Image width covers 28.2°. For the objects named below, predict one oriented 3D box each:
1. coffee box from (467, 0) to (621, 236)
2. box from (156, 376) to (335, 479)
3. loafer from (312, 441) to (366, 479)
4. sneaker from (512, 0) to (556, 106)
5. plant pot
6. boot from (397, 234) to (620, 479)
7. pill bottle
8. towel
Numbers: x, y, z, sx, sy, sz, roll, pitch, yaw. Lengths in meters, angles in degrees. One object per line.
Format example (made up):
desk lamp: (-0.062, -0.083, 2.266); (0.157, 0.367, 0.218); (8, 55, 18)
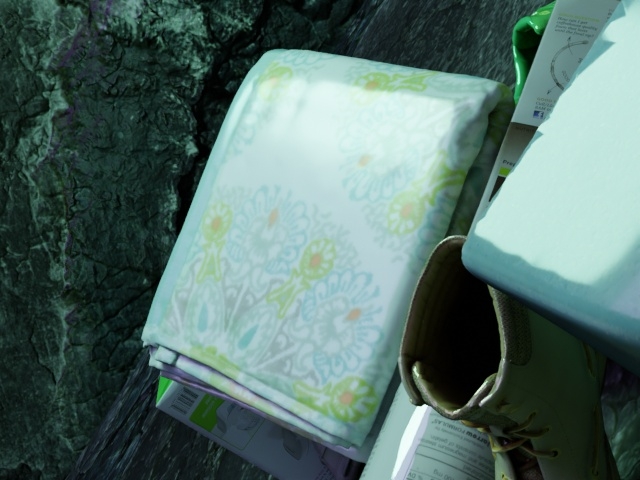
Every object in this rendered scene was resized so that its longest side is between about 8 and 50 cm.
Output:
coffee box: (0.219, -0.055, 1.129); (0.168, 0.119, 0.297); (86, -156, -59)
box: (-0.020, 0.125, 1.448); (0.262, 0.231, 0.127); (-56, 12, 11)
loafer: (0.110, 0.144, 1.274); (0.319, 0.112, 0.111); (-47, 54, 36)
sneaker: (0.282, -0.228, 1.381); (0.295, 0.123, 0.109); (-63, 15, -19)
plant pot: (0.282, 0.002, 0.709); (0.247, 0.248, 0.252); (-57, 27, 4)
boot: (0.132, 0.132, 0.872); (0.095, 0.203, 0.261); (-1, 83, 32)
pill bottle: (0.092, 0.228, 1.067); (0.229, 0.131, 0.131); (-64, 15, -21)
towel: (0.000, 0.000, 1.249); (0.321, 0.090, 0.374); (18, 85, 42)
